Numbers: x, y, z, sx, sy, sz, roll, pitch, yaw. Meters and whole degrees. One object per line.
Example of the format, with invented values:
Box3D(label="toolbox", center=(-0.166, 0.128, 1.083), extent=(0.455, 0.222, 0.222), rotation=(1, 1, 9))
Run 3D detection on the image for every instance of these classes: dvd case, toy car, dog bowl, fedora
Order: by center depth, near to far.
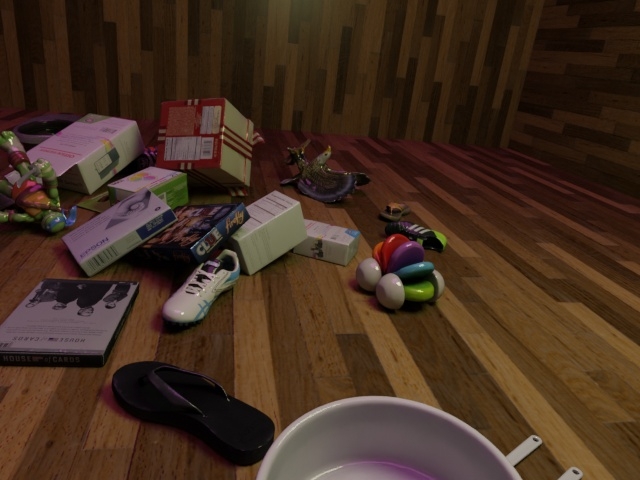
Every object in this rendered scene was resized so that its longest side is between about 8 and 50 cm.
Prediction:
Box3D(label="dog bowl", center=(0.066, 0.282, 0.465), extent=(0.264, 0.104, 0.265), rotation=(2, 23, -1))
Box3D(label="dvd case", center=(-0.431, 0.132, 0.823), extent=(0.179, 0.030, 0.239), rotation=(3, 23, -9))
Box3D(label="toy car", center=(0.178, 0.059, 1.037), extent=(0.159, 0.136, 0.182), rotation=(-5, 24, -28))
Box3D(label="fedora", center=(-1.001, -0.373, 1.785), extent=(0.243, 0.125, 0.275), rotation=(2, 30, -5))

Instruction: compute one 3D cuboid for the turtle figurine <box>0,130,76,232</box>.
Box3D(label="turtle figurine", center=(-0.725, -0.134, 1.105), extent=(0.266, 0.198, 0.274), rotation=(45, 28, 16))

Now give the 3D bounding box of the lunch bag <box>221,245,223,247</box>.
Box3D(label="lunch bag", center=(-0.252, -0.035, 1.198), extent=(0.065, 0.099, 0.067), rotation=(12, 17, 7))

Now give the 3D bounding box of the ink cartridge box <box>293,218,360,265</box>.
Box3D(label="ink cartridge box", center=(0.000, 0.000, 1.232), extent=(0.181, 0.062, 0.104), rotation=(14, 24, 18))

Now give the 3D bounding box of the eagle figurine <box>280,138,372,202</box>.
Box3D(label="eagle figurine", center=(0.009, -0.243, 1.739), extent=(0.298, 0.225, 0.226), rotation=(40, 73, 5))

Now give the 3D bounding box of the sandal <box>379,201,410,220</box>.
Box3D(label="sandal", center=(0.249, -0.105, 1.583), extent=(0.072, 0.049, 0.180), rotation=(19, 25, 28))

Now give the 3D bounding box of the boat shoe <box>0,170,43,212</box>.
Box3D(label="boat shoe", center=(-0.843, -0.109, 1.229), extent=(0.114, 0.091, 0.302), rotation=(57, 33, 3))

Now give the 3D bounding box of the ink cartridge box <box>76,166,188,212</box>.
Box3D(label="ink cartridge box", center=(-0.541, -0.144, 1.368), extent=(0.255, 0.097, 0.189), rotation=(14, 29, 16))

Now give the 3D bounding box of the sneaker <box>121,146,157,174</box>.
Box3D(label="sneaker", center=(-0.612, -0.284, 1.718), extent=(0.301, 0.108, 0.121), rotation=(-6, 24, -8))

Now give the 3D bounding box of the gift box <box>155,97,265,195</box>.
Box3D(label="gift box", center=(-0.339, -0.288, 1.530), extent=(0.276, 0.255, 0.258), rotation=(6, -6, 13))

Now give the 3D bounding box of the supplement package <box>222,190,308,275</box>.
Box3D(label="supplement package", center=(-0.134, -0.021, 1.115), extent=(0.179, 0.105, 0.105), rotation=(-33, 40, -27))

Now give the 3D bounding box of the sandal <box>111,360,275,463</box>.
Box3D(label="sandal", center=(-0.173, 0.215, 0.656), extent=(0.254, 0.055, 0.097), rotation=(15, 23, 20))

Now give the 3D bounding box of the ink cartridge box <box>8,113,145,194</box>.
Box3D(label="ink cartridge box", center=(-0.757, -0.264, 1.515), extent=(0.207, 0.119, 0.354), rotation=(13, 43, 17))

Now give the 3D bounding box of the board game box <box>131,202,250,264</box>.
Box3D(label="board game box", center=(-0.290, -0.018, 1.044), extent=(0.243, 0.042, 0.165), rotation=(1, 37, 40))

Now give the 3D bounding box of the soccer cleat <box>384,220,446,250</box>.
Box3D(label="soccer cleat", center=(0.268, -0.012, 1.349), extent=(0.178, 0.060, 0.072), rotation=(14, 24, 10))

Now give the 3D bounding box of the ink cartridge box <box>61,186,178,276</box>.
Box3D(label="ink cartridge box", center=(-0.468, -0.037, 1.088), extent=(0.223, 0.045, 0.224), rotation=(-38, 40, -22))

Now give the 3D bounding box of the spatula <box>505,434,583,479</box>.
Box3D(label="spatula", center=(0.258, 0.318, 0.574), extent=(0.241, 0.019, 0.168), rotation=(-12, 27, -38))

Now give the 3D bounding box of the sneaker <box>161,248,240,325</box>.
Box3D(label="sneaker", center=(-0.229, 0.086, 0.922), extent=(0.085, 0.086, 0.237), rotation=(13, 24, 12))
